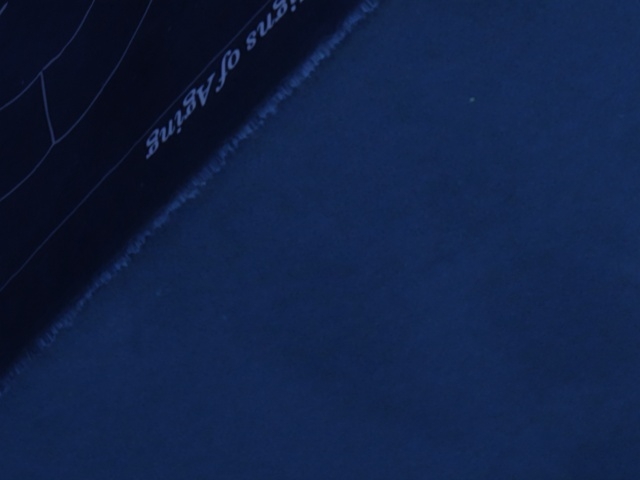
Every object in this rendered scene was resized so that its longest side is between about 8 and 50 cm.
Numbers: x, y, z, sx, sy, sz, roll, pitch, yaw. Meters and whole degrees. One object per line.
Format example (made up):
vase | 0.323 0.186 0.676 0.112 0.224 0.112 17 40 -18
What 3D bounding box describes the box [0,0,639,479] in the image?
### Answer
box | 0.022 -0.114 0.836 0.297 0.480 0.471 32 24 -32
